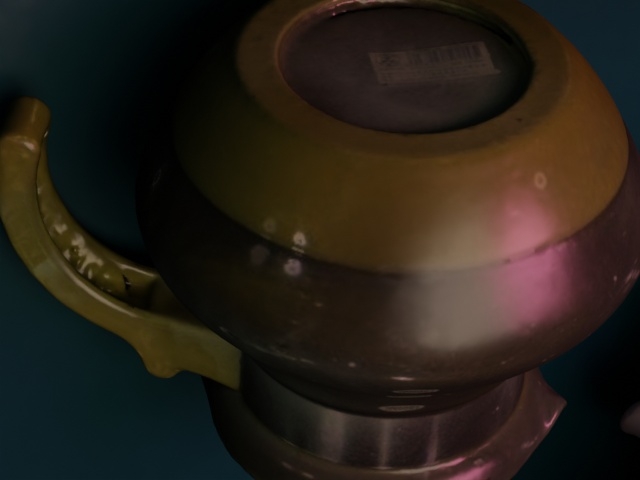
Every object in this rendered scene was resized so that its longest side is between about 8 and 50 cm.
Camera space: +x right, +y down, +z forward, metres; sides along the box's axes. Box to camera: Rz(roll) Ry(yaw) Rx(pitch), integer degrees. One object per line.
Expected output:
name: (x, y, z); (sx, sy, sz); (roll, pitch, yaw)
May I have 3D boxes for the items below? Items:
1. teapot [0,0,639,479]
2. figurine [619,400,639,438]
teapot: (0.000, 0.000, 0.436); (0.165, 0.130, 0.119); (5, 129, 3)
figurine: (0.154, 0.117, 0.529); (0.133, 0.200, 0.276); (22, 71, -50)
